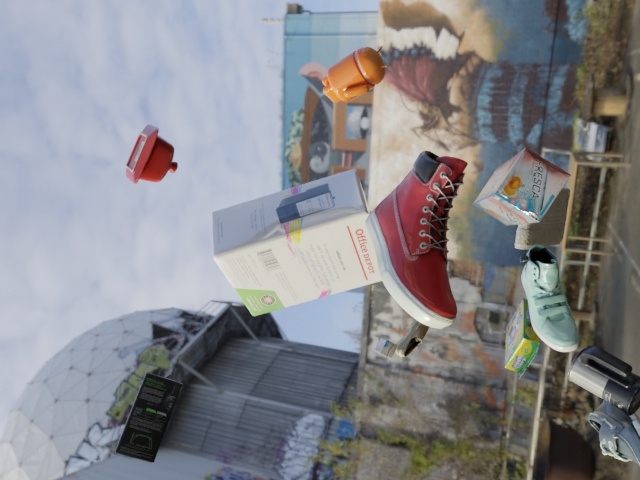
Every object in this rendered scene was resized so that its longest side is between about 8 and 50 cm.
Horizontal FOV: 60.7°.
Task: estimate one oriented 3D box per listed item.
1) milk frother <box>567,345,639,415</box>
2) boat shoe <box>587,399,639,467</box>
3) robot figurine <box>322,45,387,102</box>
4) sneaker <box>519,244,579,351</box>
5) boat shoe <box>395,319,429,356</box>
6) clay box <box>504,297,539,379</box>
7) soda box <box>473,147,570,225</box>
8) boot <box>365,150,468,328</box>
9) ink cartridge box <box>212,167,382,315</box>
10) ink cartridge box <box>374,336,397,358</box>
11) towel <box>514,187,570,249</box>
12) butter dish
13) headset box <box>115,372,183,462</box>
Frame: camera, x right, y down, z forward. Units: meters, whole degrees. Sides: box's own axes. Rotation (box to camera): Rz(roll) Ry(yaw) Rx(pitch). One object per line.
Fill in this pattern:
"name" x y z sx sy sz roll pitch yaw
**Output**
"milk frother" 0.628 0.266 1.157 0.143 0.134 0.129 -24 -55 -30
"boat shoe" 0.626 0.415 1.115 0.116 0.099 0.319 53 -164 3
"robot figurine" 0.110 -0.518 1.714 0.128 0.219 0.158 58 -150 -12
"sneaker" 0.548 0.133 1.318 0.151 0.094 0.256 69 -171 -49
"boat shoe" 0.359 0.362 2.038 0.068 0.072 0.190 46 -104 -21
"clay box" 0.589 0.285 1.600 0.222 0.053 0.128 -57 -14 -55
"soda box" 0.238 -0.059 0.666 0.063 0.058 0.183 -57 -7 5
"boot" 0.158 -0.015 0.754 0.176 0.088 0.244 -53 35 30
"ink cartridge box" 0.000 0.000 1.024 0.207 0.353 0.119 67 -171 -48
"ink cartridge box" 0.214 0.344 1.740 0.083 0.028 0.048 32 -95 -43
"towel" 0.680 -0.073 1.677 0.282 0.049 0.187 -4 -79 -44
"butter dish" -0.444 -0.218 1.481 0.118 0.159 0.160 23 -87 -32
"headset box" -0.586 0.597 1.892 0.246 0.131 0.283 136 153 -66
